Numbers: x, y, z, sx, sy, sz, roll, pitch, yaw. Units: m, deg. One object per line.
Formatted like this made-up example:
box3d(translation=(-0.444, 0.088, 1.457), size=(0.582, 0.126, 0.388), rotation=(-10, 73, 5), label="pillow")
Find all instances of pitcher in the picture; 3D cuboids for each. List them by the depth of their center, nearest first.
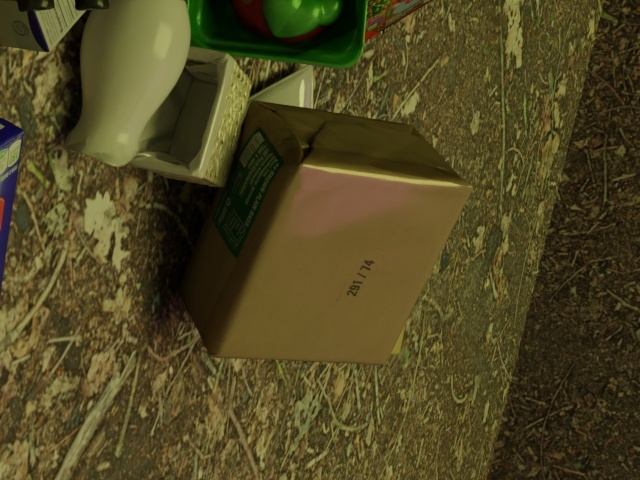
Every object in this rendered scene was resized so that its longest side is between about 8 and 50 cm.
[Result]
box3d(translation=(-0.228, -0.203, 1.827), size=(0.178, 0.125, 0.207), rotation=(-60, 168, -80), label="pitcher")

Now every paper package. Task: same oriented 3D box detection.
box3d(translation=(0.000, 0.000, 2.088), size=(0.309, 0.168, 0.325), rotation=(5, 122, -35), label="paper package")

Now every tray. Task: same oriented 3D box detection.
box3d(translation=(-0.082, -0.163, 2.249), size=(0.270, 0.030, 0.145), rotation=(-37, 134, -56), label="tray")

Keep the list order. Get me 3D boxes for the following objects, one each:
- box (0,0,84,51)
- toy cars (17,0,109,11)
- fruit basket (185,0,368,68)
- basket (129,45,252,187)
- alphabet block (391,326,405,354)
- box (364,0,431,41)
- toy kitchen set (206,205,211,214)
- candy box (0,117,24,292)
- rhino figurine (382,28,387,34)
box3d(translation=(-0.305, -0.295, 1.646), size=(0.137, 0.072, 0.126), rotation=(-59, 148, -39), label="box")
box3d(translation=(-0.252, -0.359, 1.571), size=(0.176, 0.087, 0.393), rotation=(61, 38, -42), label="toy cars")
box3d(translation=(-0.034, -0.406, 1.933), size=(0.392, 0.283, 0.392), rotation=(8, 90, -81), label="fruit basket")
box3d(translation=(-0.168, -0.158, 1.966), size=(0.103, 0.113, 0.167), rotation=(36, 67, -68), label="basket")
box3d(translation=(0.028, 0.066, 2.394), size=(0.192, 0.193, 0.197), rotation=(11, 91, -64), label="alphabet block")
box3d(translation=(0.127, -0.426, 2.348), size=(0.293, 0.057, 0.201), rotation=(-34, 156, -24), label="box")
box3d(translation=(-0.146, -0.010, 2.185), size=(0.068, 0.075, 0.083), rotation=(10, 52, -31), label="toy kitchen set")
box3d(translation=(-0.414, 0.055, 1.407), size=(0.268, 0.122, 0.317), rotation=(-46, 159, -52), label="candy box")
box3d(translation=(0.090, -0.438, 2.455), size=(0.106, 0.073, 0.243), rotation=(-45, 143, -37), label="rhino figurine")
